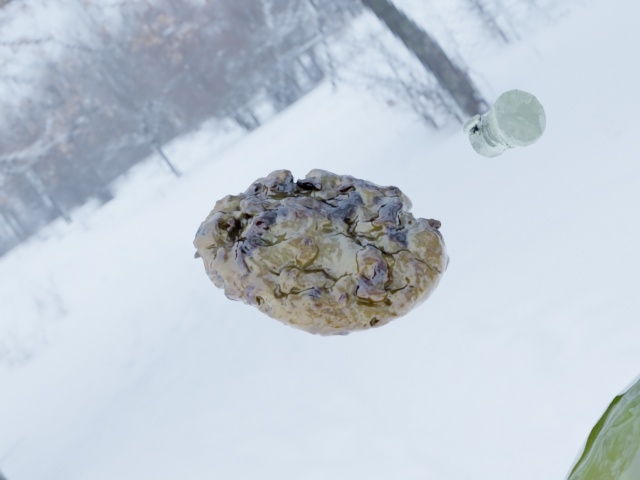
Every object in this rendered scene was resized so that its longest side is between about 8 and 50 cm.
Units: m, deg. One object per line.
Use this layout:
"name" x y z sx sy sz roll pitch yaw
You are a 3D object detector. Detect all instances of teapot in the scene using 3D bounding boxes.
"teapot" 0.174 -0.109 1.211 0.067 0.057 0.083 7 -14 -15

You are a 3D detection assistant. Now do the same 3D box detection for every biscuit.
"biscuit" 0.002 -0.002 1.601 0.334 0.081 0.289 18 42 25

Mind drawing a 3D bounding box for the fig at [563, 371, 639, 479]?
"fig" 0.207 0.161 0.491 0.233 0.314 0.233 -7 48 8
